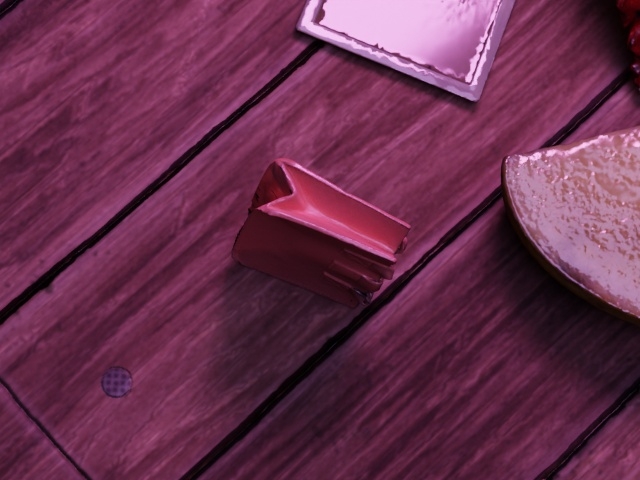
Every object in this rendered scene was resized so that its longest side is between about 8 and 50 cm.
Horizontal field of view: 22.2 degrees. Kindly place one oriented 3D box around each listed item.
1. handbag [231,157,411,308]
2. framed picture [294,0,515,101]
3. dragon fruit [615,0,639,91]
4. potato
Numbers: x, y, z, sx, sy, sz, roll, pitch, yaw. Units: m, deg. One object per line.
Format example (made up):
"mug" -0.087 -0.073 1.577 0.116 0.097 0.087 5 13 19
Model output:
"handbag" 0.000 0.000 1.616 0.157 0.212 0.059 24 73 -3
"framed picture" 0.118 -0.309 1.784 0.216 0.016 0.273 23 78 -2
"dragon fruit" 0.403 -0.347 1.737 0.282 0.100 0.343 -23 122 -7
"potato" 0.308 -0.043 1.718 0.255 0.112 0.269 13 76 -1
